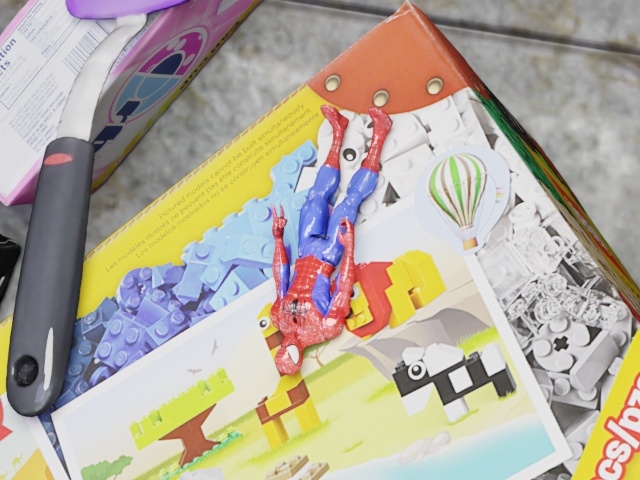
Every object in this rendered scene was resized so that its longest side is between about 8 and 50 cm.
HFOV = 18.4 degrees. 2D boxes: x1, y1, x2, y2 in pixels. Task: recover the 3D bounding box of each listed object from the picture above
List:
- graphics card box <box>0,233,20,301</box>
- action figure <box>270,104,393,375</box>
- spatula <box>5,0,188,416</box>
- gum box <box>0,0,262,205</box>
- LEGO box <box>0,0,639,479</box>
[{"bbox_3d":[-0.343,0.124,1.110,0.232,0.094,0.371,24,101,15],"label":"graphics card box"},{"bbox_3d":[0.000,0.000,0.808,0.038,0.030,0.115,7,74,25],"label":"action figure"},{"bbox_3d":[-0.104,-0.061,0.897,0.084,0.030,0.296,-5,62,30],"label":"spatula"},{"bbox_3d":[-0.107,-0.099,1.014,0.062,0.107,0.188,45,105,10],"label":"gum box"},{"bbox_3d":[-0.034,0.206,0.872,0.500,0.193,0.372,-38,57,9],"label":"LEGO box"}]
